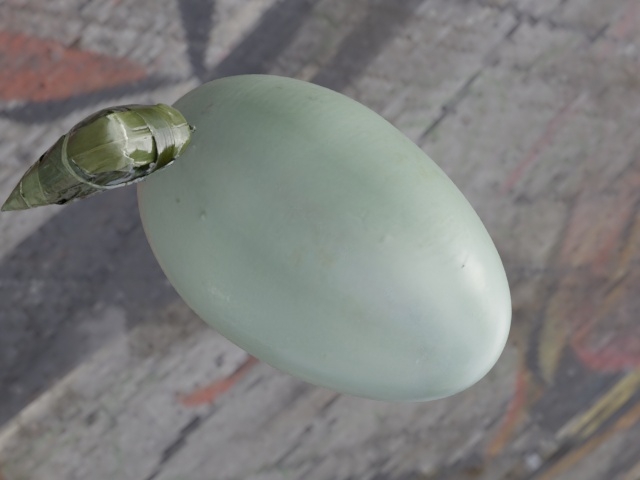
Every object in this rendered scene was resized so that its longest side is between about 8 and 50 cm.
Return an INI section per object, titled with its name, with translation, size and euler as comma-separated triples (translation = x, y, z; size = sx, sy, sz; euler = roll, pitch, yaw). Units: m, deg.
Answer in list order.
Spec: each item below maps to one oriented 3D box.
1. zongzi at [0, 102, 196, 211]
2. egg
[zongzi]
translation = -0.159, -0.057, 1.242
size = 0.119, 0.055, 0.109
euler = -29, 174, 28
[egg]
translation = 0.000, 0.000, 1.453
size = 0.230, 0.371, 0.230
euler = -37, 148, -28
